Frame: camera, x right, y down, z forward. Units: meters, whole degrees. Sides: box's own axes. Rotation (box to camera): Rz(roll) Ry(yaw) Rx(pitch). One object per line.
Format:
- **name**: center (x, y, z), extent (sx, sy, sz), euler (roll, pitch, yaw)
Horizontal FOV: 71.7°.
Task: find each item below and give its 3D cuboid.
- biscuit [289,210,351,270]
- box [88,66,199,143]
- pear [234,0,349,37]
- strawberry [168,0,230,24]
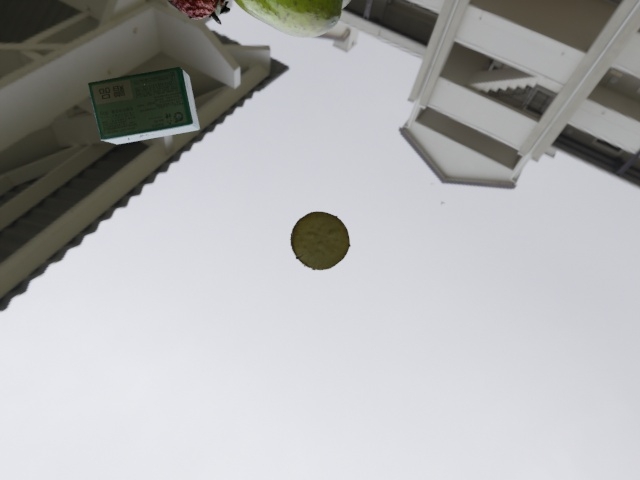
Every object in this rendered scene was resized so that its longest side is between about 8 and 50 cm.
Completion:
- **biscuit**: center (0.000, 0.000, 1.071), extent (0.152, 0.020, 0.151), euler (1, -95, -15)
- **box**: center (-0.461, -0.353, 1.172), extent (0.245, 0.092, 0.153), euler (-9, -84, -1)
- **pear**: center (-0.073, -0.637, 1.118), extent (0.318, 0.238, 0.342), euler (47, -163, 14)
- **strawberry**: center (-0.313, -0.624, 1.103), extent (0.141, 0.085, 0.192), euler (-17, -116, -35)
